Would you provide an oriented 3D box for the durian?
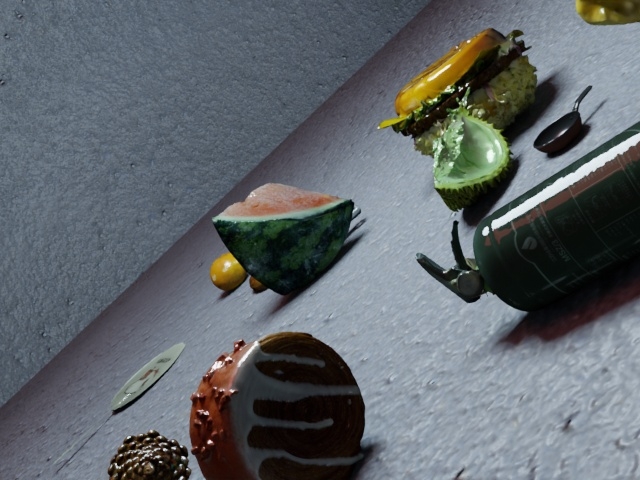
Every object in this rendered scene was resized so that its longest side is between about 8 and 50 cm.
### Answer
[{"bbox_3d":[0.195,-0.112,1.134,0.086,0.100,0.215,-28,27,38],"label":"durian"}]

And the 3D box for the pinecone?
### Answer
[{"bbox_3d":[-0.209,0.281,1.027,0.109,0.102,0.102,-38,12,33],"label":"pinecone"}]

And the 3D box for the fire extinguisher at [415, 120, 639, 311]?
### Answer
[{"bbox_3d":[0.222,-0.023,0.730,0.311,0.114,0.095,-36,-15,29],"label":"fire extinguisher"}]

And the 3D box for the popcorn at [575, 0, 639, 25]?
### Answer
[{"bbox_3d":[0.404,-0.402,1.039,0.281,0.297,0.316,29,103,62],"label":"popcorn"}]

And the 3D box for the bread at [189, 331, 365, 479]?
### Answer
[{"bbox_3d":[-0.036,0.161,0.775,0.073,0.160,0.160,-21,24,50],"label":"bread"}]

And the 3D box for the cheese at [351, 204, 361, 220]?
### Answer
[{"bbox_3d":[-0.001,0.003,1.467,0.171,0.047,0.092,-37,15,20],"label":"cheese"}]

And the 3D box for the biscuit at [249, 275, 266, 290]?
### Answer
[{"bbox_3d":[-0.064,0.024,1.636,0.188,0.027,0.188,-39,12,10],"label":"biscuit"}]

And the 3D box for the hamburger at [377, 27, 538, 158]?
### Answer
[{"bbox_3d":[0.221,-0.217,1.321,0.243,0.139,0.262,-31,10,38],"label":"hamburger"}]

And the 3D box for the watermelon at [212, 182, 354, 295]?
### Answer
[{"bbox_3d":[-0.056,-0.042,1.398,0.207,0.202,0.136,-32,-26,4],"label":"watermelon"}]

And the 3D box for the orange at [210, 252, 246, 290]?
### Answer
[{"bbox_3d":[-0.189,0.063,1.787,0.083,0.070,0.083,-38,9,7],"label":"orange"}]

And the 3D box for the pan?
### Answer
[{"bbox_3d":[0.310,-0.147,1.079,0.115,0.023,0.068,-48,13,-17],"label":"pan"}]

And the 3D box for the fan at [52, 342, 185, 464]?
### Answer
[{"bbox_3d":[-0.381,0.309,1.662,0.329,0.009,0.190,-45,14,-27],"label":"fan"}]
